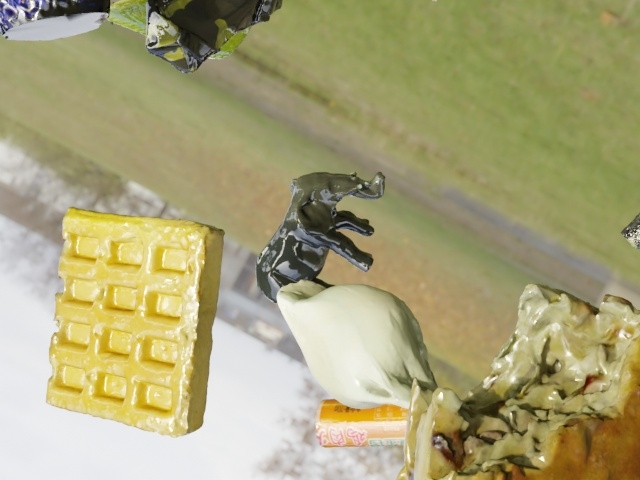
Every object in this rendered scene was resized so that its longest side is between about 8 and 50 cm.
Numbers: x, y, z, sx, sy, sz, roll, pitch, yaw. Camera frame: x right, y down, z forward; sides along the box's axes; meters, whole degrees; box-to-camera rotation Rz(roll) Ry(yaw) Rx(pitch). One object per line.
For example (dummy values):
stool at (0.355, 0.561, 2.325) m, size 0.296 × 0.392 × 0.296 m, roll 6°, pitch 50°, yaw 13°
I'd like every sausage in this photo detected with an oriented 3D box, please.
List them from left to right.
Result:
sausage at (0.111, 0.249, 2.014) m, size 0.234 × 0.071 × 0.071 m, roll -5°, pitch 166°, yaw 24°

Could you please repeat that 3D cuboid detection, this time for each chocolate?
chocolate at (-0.341, -0.374, 1.571) m, size 0.126 × 0.343 × 0.148 m, roll -17°, pitch 171°, yaw -33°

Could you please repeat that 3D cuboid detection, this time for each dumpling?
dumpling at (0.057, 0.111, 1.513) m, size 0.151 × 0.124 × 0.229 m, roll 9°, pitch -150°, yaw -44°

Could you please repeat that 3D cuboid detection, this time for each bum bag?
bum bag at (-0.119, -0.279, 1.717) m, size 0.060 × 0.232 × 0.107 m, roll 15°, pitch 136°, yaw 47°

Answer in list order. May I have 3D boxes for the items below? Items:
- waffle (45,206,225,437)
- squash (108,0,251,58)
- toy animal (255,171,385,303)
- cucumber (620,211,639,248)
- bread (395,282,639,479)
waffle at (-0.220, 0.091, 1.715) m, size 0.221 × 0.248 × 0.055 m, roll 8°, pitch -177°, yaw 33°
squash at (-0.196, -0.368, 2.058) m, size 0.093 × 0.170 × 0.252 m, roll -2°, pitch 169°, yaw 39°
toy animal at (0.002, 0.000, 2.013) m, size 0.146 × 0.245 × 0.114 m, roll 24°, pitch -171°, yaw -19°
cucumber at (0.526, -0.055, 2.209) m, size 0.043 × 0.163 × 0.039 m, roll 51°, pitch -167°, yaw 30°
bread at (0.193, 0.224, 1.335) m, size 0.314 × 0.370 × 0.191 m, roll 15°, pitch 164°, yaw -30°
